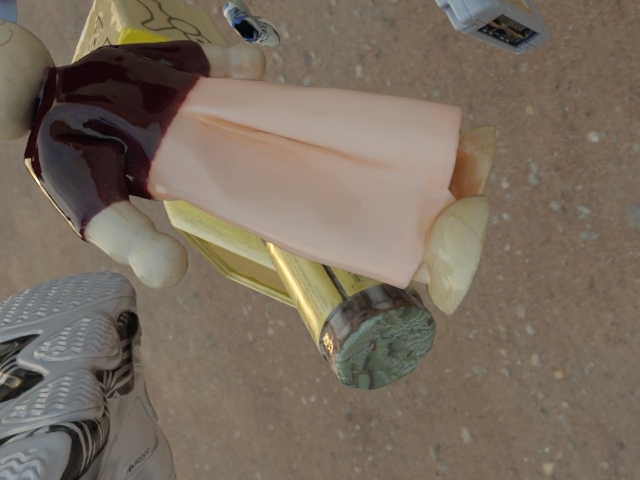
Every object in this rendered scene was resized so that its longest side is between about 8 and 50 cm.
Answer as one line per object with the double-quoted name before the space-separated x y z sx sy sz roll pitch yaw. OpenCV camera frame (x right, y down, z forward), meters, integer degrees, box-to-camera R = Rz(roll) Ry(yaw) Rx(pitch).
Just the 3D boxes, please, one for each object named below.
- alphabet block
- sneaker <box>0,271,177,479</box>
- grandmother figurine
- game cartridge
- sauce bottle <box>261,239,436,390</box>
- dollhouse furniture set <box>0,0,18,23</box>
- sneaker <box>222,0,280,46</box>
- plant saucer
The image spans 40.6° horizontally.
"alphabet block" -0.265 -0.263 1.341 0.193 0.192 0.197 -62 35 26
"sneaker" -0.173 0.175 0.558 0.366 0.137 0.210 -90 -10 -70
"grandmother figurine" -0.078 -0.063 0.487 0.342 0.208 0.104 15 122 2
"game cartridge" 0.165 -0.313 0.963 0.062 0.297 0.198 -25 85 26
"sauce bottle" 0.000 0.000 0.897 0.344 0.111 0.111 -120 32 -46
"dollhouse furniture set" -0.502 -0.352 1.360 0.198 0.286 0.303 40 126 38
"sneaker" -0.122 -0.377 1.562 0.052 0.135 0.058 -35 54 28
"plant saucer" -0.060 0.025 1.229 0.332 0.081 0.333 23 167 20
